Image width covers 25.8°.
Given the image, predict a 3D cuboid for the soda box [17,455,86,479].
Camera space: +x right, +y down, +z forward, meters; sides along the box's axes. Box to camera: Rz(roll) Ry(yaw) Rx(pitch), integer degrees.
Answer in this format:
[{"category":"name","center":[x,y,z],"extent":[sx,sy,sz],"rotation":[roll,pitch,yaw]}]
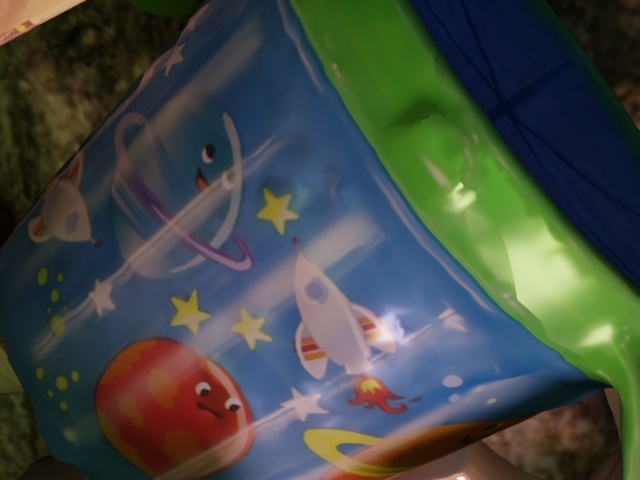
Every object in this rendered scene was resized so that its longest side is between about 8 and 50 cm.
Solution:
[{"category":"soda box","center":[-0.158,0.214,0.716],"extent":[0.098,0.286,0.091],"rotation":[-24,106,28]}]

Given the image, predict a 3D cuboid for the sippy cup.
[{"category":"sippy cup","center":[0.000,0.000,0.557],"extent":[0.224,0.305,0.240],"rotation":[-36,115,22]}]

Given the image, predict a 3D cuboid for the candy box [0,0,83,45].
[{"category":"candy box","center":[-0.089,-0.140,0.478],"extent":[0.183,0.316,0.087],"rotation":[-21,110,28]}]

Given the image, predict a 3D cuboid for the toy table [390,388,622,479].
[{"category":"toy table","center":[0.147,0.127,0.605],"extent":[0.274,0.252,0.161],"rotation":[-27,122,21]}]

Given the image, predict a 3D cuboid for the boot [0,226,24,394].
[{"category":"boot","center":[-0.252,0.010,0.763],"extent":[0.165,0.077,0.213],"rotation":[-19,113,29]}]
